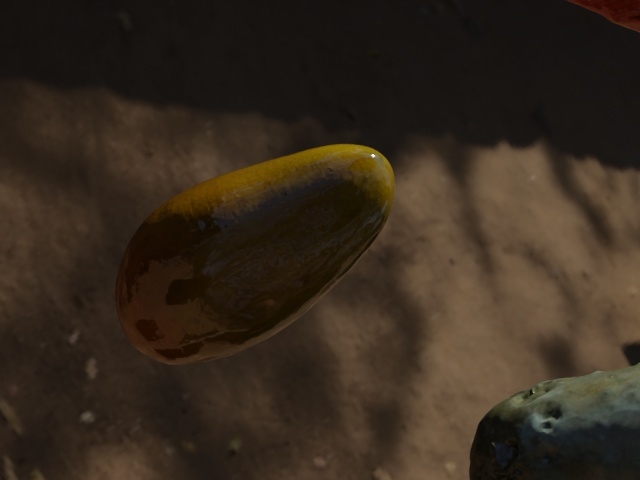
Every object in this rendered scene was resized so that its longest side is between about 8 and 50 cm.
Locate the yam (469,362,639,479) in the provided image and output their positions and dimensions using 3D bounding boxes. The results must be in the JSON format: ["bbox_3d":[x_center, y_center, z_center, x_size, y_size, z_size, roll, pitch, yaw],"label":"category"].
[{"bbox_3d":[0.245,0.118,0.750,0.133,0.330,0.133,-8,90,-70],"label":"yam"}]

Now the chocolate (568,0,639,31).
[{"bbox_3d":[0.191,-0.250,0.772,0.235,0.237,0.108,26,-9,12],"label":"chocolate"}]

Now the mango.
[{"bbox_3d":[-0.054,0.007,1.005,0.138,0.253,0.113,37,29,-39],"label":"mango"}]
